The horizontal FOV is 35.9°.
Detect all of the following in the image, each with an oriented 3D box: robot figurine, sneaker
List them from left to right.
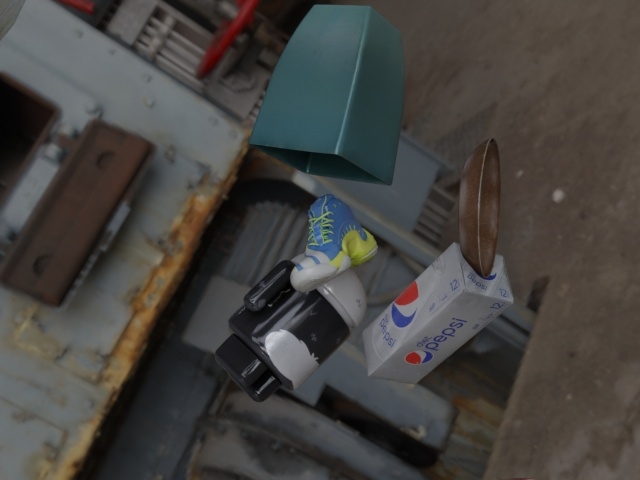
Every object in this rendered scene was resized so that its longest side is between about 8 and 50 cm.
[{"bbox_3d":[-0.049,0.143,1.704,0.278,0.173,0.209,-44,-3,-11],"label":"robot figurine"},{"bbox_3d":[0.000,0.000,1.546,0.091,0.126,0.240,-31,-4,25],"label":"sneaker"}]

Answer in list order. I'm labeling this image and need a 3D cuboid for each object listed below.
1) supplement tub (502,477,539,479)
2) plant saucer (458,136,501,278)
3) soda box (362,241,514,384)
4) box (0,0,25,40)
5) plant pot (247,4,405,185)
[{"bbox_3d":[0.165,0.266,0.756,0.106,0.198,0.106,-10,52,13],"label":"supplement tub"},{"bbox_3d":[0.222,-0.046,1.383,0.198,0.036,0.199,2,-90,-72],"label":"plant saucer"},{"bbox_3d":[0.178,0.123,1.568,0.286,0.098,0.091,-50,36,45],"label":"soda box"},{"bbox_3d":[-0.303,-0.118,0.556,0.290,0.177,0.279,-60,18,-22],"label":"box"},{"bbox_3d":[0.030,-0.223,1.480,0.165,0.165,0.234,11,83,34],"label":"plant pot"}]
